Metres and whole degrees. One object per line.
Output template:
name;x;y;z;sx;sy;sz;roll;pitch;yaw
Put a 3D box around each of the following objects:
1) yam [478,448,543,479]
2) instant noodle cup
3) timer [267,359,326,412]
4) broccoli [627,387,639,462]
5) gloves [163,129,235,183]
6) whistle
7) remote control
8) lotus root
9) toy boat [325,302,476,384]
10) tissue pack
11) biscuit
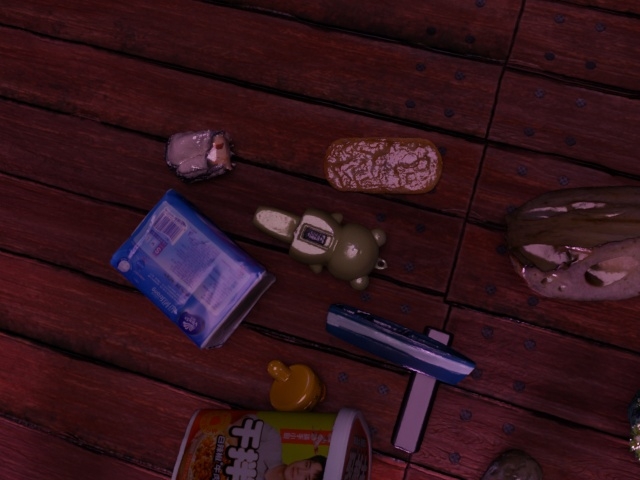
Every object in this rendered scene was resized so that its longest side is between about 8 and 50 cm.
yam;0.307;0.537;1.250;0.133;0.133;0.330;26;82;11
instant noodle cup;-0.085;0.431;1.251;0.307;0.294;0.294;3;82;17
timer;-0.054;0.287;1.343;0.107;0.109;0.107;-25;39;22
broccoli;0.663;0.329;1.168;0.265;0.245;0.294;-30;107;3
gloves;-0.259;-0.177;1.464;0.153;0.070;0.114;-5;89;14
whistle;0.000;0.000;1.381;0.288;0.106;0.131;21;87;10
remote control;0.198;0.290;1.351;0.063;0.025;0.245;16;83;14
lotus root;0.508;0.011;1.302;0.314;0.142;0.210;-3;44;12
toy boat;0.150;0.200;1.328;0.299;0.096;0.062;21;93;19
tissue pack;-0.252;0.058;1.387;0.263;0.146;0.198;40;90;11
biscuit;0.128;-0.156;1.426;0.247;0.029;0.118;2;82;8
